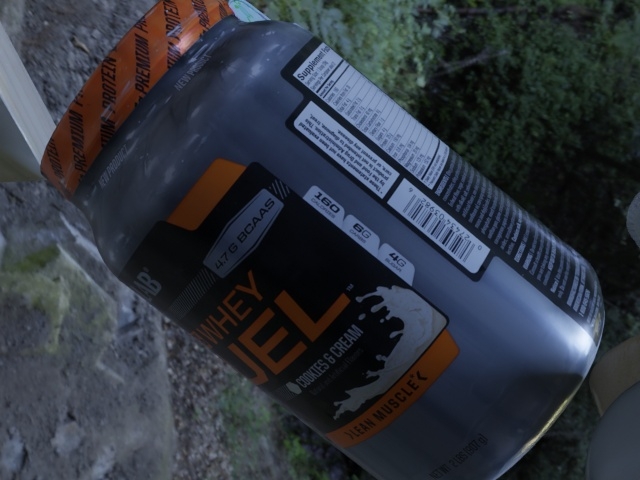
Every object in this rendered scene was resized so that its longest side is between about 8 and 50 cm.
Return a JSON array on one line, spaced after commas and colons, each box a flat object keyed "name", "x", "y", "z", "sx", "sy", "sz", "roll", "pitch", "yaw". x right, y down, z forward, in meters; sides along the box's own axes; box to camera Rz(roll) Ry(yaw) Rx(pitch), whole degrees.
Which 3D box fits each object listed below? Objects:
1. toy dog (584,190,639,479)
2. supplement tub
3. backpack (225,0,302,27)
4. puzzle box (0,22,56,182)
[{"name": "toy dog", "x": 0.170, "y": 0.063, "z": 0.342, "sx": 0.161, "sy": 0.220, "sz": 0.333, "roll": -5, "pitch": 125, "yaw": -12}, {"name": "supplement tub", "x": 0.000, "y": 0.000, "z": 0.543, "sx": 0.316, "sy": 0.193, "sz": 0.193, "roll": 39, "pitch": 92, "yaw": -5}, {"name": "backpack", "x": -0.067, "y": -0.135, "z": 0.952, "sx": 0.191, "sy": 0.253, "sz": 0.225, "roll": -25, "pitch": 160, "yaw": 22}, {"name": "puzzle box", "x": -0.458, "y": -0.156, "z": 0.737, "sx": 0.409, "sy": 0.052, "sz": 0.272, "roll": -1, "pitch": 138, "yaw": 14}]
